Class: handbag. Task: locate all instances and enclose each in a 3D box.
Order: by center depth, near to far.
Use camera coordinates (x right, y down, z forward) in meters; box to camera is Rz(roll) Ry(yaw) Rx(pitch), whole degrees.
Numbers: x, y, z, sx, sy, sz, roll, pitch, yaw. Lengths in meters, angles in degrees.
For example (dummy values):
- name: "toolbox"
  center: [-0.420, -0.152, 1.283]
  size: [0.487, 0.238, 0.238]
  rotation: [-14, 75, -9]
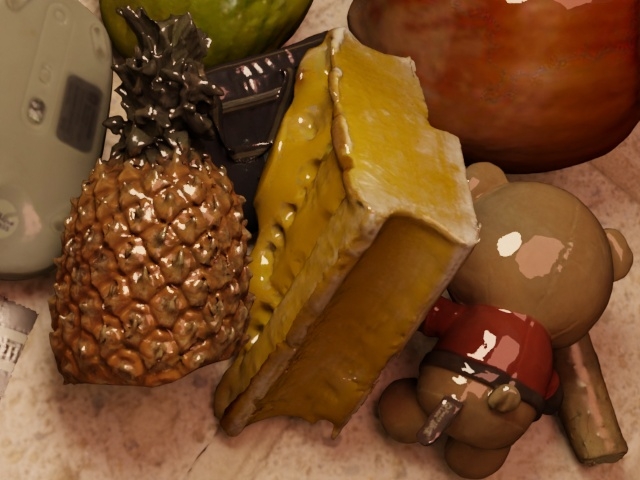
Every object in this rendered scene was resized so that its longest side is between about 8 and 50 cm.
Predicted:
- name: "handbag"
  center: [-0.084, -0.101, 1.521]
  size: [0.254, 0.089, 0.211]
  rotation: [-20, 119, -28]

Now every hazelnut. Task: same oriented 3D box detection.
- name: "hazelnut"
  center: [0.223, -0.258, 1.642]
  size: [0.366, 0.366, 0.365]
  rotation: [9, 67, -22]

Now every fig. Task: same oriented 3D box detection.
- name: "fig"
  center: [-0.085, -0.293, 1.520]
  size: [0.233, 0.314, 0.233]
  rotation: [19, 66, -49]

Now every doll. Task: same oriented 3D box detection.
- name: "doll"
  center: [0.193, 0.087, 1.534]
  size: [0.235, 0.174, 0.330]
  rotation: [27, 75, -10]

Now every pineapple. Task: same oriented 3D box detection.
- name: "pineapple"
  center: [-0.162, -0.042, 1.373]
  size: [0.202, 0.202, 0.361]
  rotation: [-3, 97, -26]

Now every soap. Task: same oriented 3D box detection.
- name: "soap"
  center: [0.000, 0.000, 1.493]
  size: [0.169, 0.338, 0.304]
  rotation: [18, 38, -21]

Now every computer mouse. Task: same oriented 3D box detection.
- name: "computer mouse"
  center: [-0.309, -0.115, 1.449]
  size: [0.197, 0.095, 0.330]
  rotation: [34, 54, -37]

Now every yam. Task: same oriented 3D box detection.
- name: "yam"
  center: [0.276, 0.107, 1.653]
  size: [0.067, 0.071, 0.317]
  rotation: [-9, 74, -32]

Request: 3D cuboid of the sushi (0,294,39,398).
- name: "sushi"
  center: [-0.387, 0.112, 1.351]
  size: [0.192, 0.050, 0.215]
  rotation: [27, 61, -14]
